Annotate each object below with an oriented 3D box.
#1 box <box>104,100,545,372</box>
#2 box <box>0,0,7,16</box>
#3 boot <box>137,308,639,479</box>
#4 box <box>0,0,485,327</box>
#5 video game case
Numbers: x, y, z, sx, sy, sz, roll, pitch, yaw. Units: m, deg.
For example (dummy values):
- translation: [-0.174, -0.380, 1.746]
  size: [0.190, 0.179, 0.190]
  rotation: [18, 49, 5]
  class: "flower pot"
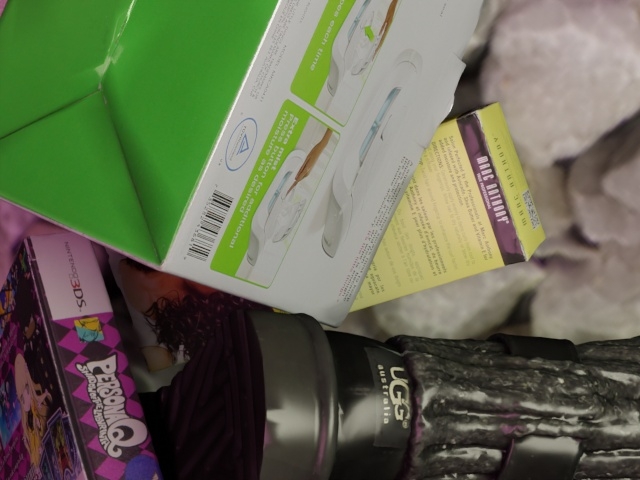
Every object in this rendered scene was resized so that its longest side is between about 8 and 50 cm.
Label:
- translation: [0.000, 0.000, 0.923]
  size: [0.232, 0.058, 0.087]
  rotation: [-19, 94, 19]
  class: "box"
- translation: [-0.129, -0.178, 0.884]
  size: [0.154, 0.142, 0.300]
  rotation: [21, 106, 15]
  class: "box"
- translation: [0.036, 0.136, 0.894]
  size: [0.260, 0.348, 0.131]
  rotation: [4, 70, -23]
  class: "boot"
- translation: [-0.022, -0.108, 0.780]
  size: [0.126, 0.231, 0.262]
  rotation: [23, 90, 21]
  class: "box"
- translation: [-0.143, 0.141, 0.898]
  size: [0.232, 0.041, 0.210]
  rotation: [-55, 50, 53]
  class: "video game case"
